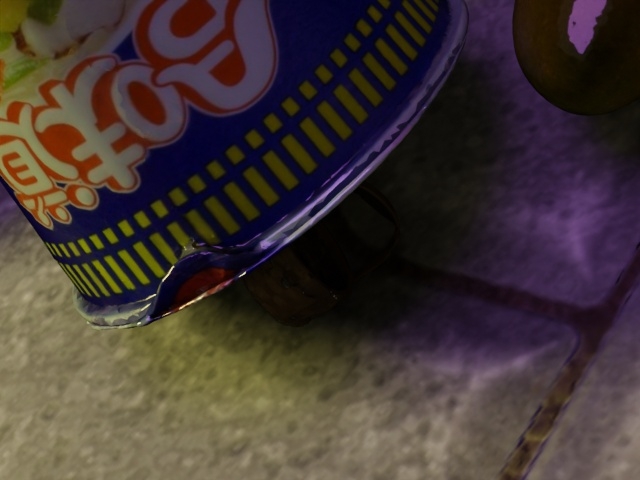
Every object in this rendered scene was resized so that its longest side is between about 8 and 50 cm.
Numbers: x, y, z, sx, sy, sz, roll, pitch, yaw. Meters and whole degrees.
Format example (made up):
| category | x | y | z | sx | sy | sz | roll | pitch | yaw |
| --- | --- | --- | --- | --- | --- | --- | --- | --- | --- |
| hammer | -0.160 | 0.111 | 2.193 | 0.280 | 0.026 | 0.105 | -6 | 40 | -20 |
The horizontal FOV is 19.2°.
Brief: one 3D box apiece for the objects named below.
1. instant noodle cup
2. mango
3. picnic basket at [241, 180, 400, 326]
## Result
| category | x | y | z | sx | sy | sz | roll | pitch | yaw |
| --- | --- | --- | --- | --- | --- | --- | --- | --- | --- |
| instant noodle cup | -0.121 | -0.156 | 0.983 | 0.284 | 0.312 | 0.284 | -35 | 19 | 14 |
| mango | 0.202 | -0.187 | 0.977 | 0.289 | 0.129 | 0.146 | -43 | 52 | 1 |
| picnic basket | 0.000 | 0.000 | 0.996 | 0.083 | 0.072 | 0.072 | -35 | 41 | 19 |
